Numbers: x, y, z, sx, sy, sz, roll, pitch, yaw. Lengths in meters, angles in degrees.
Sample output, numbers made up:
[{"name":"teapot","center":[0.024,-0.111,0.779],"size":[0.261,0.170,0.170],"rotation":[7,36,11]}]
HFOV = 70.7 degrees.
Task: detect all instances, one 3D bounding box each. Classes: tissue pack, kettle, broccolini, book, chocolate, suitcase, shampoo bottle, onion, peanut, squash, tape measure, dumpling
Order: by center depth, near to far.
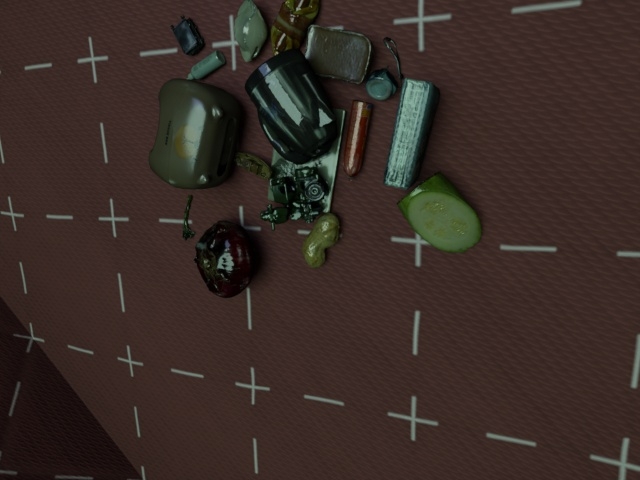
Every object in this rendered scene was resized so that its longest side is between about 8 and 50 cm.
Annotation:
[{"name":"tissue pack","center":[0.284,-0.327,1.400],"size":[0.103,0.228,0.316],"rotation":[15,107,14]},{"name":"squash","center":[0.389,-0.068,1.438],"size":[0.189,0.189,0.261],"rotation":[-37,83,25]},{"name":"tape measure","center":[0.209,-0.559,1.485],"size":[0.107,0.104,0.180],"rotation":[-8,66,43]},{"name":"chocolate","center":[0.068,-0.615,1.506],"size":[0.261,0.083,0.161],"rotation":[27,114,25]},{"name":"kettle","center":[-0.094,-0.412,1.529],"size":[0.320,0.228,0.324],"rotation":[-32,92,49]},{"name":"dumpling","center":[-0.262,-0.750,1.610],"size":[0.181,0.111,0.155],"rotation":[-52,49,17]},{"name":"book","center":[-0.056,-0.305,1.653],"size":[0.260,0.043,0.372],"rotation":[14,107,19]},{"name":"peanut","center":[0.000,0.000,1.670],"size":[0.103,0.098,0.230],"rotation":[48,121,33]},{"name":"tissue pack","center":[-0.449,-0.381,1.673],"size":[0.276,0.267,0.388],"rotation":[25,109,21]},{"name":"suitcase","center":[-0.506,-0.778,1.724],"size":[0.086,0.059,0.126],"rotation":[-27,91,27]},{"name":"shampoo bottle","center":[-0.455,-0.658,1.733],"size":[0.195,0.056,0.056],"rotation":[-20,94,26]},{"name":"onion","center":[-0.365,0.072,1.783],"size":[0.313,0.232,0.315],"rotation":[8,101,47]},{"name":"broccolini","center":[-0.570,-0.098,1.921],"size":[0.052,0.054,0.195],"rotation":[12,106,40]}]

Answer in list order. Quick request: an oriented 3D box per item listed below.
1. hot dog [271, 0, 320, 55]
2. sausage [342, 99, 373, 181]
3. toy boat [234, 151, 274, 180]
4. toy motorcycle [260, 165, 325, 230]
[{"name":"hot dog","center":[-0.095,-0.745,1.539],"size":[0.123,0.093,0.262],"rotation":[36,113,12]},{"name":"sausage","center":[0.121,-0.338,1.551],"size":[0.074,0.074,0.275],"rotation":[16,108,19]},{"name":"toy boat","center":[-0.253,-0.283,1.699],"size":[0.206,0.072,0.065],"rotation":[33,117,33]},{"name":"toy motorcycle","center":[-0.104,-0.154,1.616],"size":[0.274,0.127,0.206],"rotation":[-4,104,17]}]
